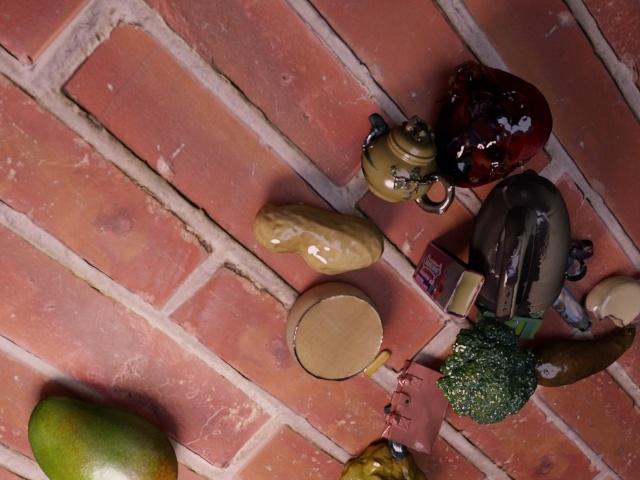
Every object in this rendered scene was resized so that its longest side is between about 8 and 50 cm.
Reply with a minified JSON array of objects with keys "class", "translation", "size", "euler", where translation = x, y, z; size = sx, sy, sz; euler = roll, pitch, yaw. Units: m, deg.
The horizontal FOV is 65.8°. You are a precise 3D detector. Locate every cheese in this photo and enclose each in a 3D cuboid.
[{"class":"cheese","translation":[0.886,0.141,1.429],"size":[0.163,0.071,0.249],"euler":[38,96,-22]}]

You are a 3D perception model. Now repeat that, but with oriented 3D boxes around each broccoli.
[{"class":"broccoli","translation":[0.431,0.341,1.299],"size":[0.261,0.241,0.269],"euler":[25,96,-10]}]

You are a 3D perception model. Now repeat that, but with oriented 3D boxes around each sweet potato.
[{"class":"sweet potato","translation":[0.753,0.337,1.435],"size":[0.422,0.130,0.131],"euler":[-9,109,-17]}]

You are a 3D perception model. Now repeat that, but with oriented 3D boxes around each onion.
[{"class":"onion","translation":[0.371,-0.242,1.115],"size":[0.280,0.221,0.281],"euler":[11,120,20]}]

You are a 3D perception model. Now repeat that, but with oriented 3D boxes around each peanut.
[{"class":"peanut","translation":[0.000,0.000,1.142],"size":[0.318,0.147,0.148],"euler":[12,104,-19]}]

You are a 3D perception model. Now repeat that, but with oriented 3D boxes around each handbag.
[{"class":"handbag","translation":[0.263,0.451,1.343],"size":[0.157,0.059,0.213],"euler":[27,74,-17]}]

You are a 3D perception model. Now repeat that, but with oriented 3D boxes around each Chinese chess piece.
[{"class":"Chinese chess piece","translation":[0.036,0.228,1.240],"size":[0.249,0.103,0.250],"euler":[-4,107,-12]}]

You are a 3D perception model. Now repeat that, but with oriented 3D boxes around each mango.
[{"class":"mango","translation":[-0.501,0.494,1.150],"size":[0.382,0.201,0.225],"euler":[40,117,-11]}]

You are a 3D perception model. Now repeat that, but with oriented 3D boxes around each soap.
[{"class":"soap","translation":[0.154,0.334,1.348],"size":[0.089,0.012,0.034],"euler":[-43,111,2]}]

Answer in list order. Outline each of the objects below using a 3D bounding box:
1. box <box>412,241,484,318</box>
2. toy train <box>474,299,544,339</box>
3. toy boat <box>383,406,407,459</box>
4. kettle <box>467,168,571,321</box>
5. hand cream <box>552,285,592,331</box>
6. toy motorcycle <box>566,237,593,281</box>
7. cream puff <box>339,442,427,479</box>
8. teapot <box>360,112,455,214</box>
[{"class":"box","translation":[0.301,0.091,1.194],"size":[0.068,0.224,0.120],"euler":[21,100,-13]},{"class":"toy train","translation":[0.515,0.199,1.356],"size":[0.200,0.083,0.132],"euler":[10,113,-11]},{"class":"toy boat","translation":[0.212,0.534,1.375],"size":[0.055,0.060,0.141],"euler":[0,64,-13]},{"class":"kettle","translation":[0.441,0.021,1.117],"size":[0.321,0.228,0.324],"euler":[-59,149,-34]},{"class":"hand cream","translation":[0.682,0.170,1.407],"size":[0.256,0.055,0.088],"euler":[43,90,-14]},{"class":"toy motorcycle","translation":[0.653,0.024,1.332],"size":[0.213,0.082,0.122],"euler":[29,97,-17]},{"class":"cream puff","translation":[0.180,0.719,1.385],"size":[0.281,0.185,0.282],"euler":[-5,109,-15]},{"class":"teapot","translation":[0.196,-0.177,1.091],"size":[0.173,0.269,0.183],"euler":[-28,156,-39]}]
